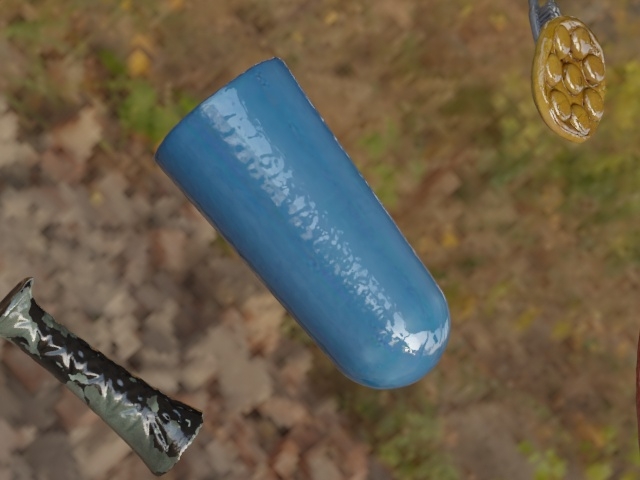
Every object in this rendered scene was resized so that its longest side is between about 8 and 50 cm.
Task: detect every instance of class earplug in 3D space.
[{"bbox_3d":[0.000,0.000,1.503,0.273,0.132,0.132,52,20,5],"label":"earplug"}]

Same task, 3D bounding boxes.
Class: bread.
[{"bbox_3d":[0.207,-0.134,1.568,0.110,0.024,0.110,4,84,-50],"label":"bread"}]

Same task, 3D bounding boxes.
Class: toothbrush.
[{"bbox_3d":[0.187,-0.301,1.737,0.023,0.031,0.321,27,45,-43],"label":"toothbrush"}]

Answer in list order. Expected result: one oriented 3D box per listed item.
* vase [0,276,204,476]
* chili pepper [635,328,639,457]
[{"bbox_3d":[-0.164,0.097,1.347,0.167,0.059,0.059,39,21,-10],"label":"vase"},{"bbox_3d":[0.182,-0.014,0.762,0.071,0.272,0.063,23,12,-2],"label":"chili pepper"}]
